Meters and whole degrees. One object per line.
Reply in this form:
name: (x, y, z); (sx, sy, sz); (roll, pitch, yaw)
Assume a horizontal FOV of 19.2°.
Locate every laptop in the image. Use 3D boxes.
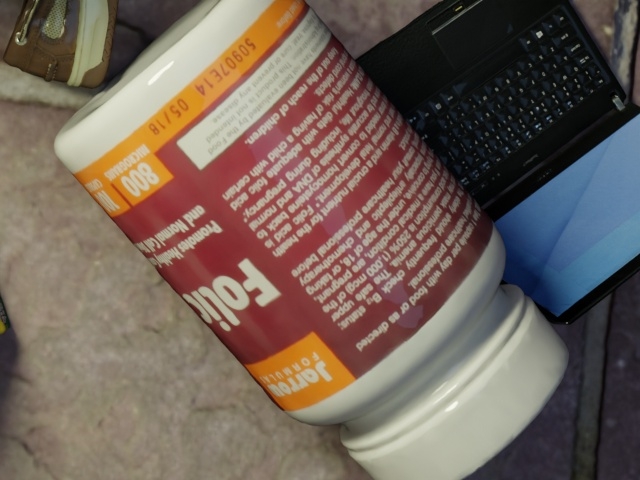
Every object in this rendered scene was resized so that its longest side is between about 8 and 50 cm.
laptop: (0.189, -0.096, 1.592); (0.234, 0.136, 0.264); (-36, 99, -20)

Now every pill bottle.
pill bottle: (0.000, 0.000, 1.468); (0.224, 0.224, 0.392); (-45, 101, -18)

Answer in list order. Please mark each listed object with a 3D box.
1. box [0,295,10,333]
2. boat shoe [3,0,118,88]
box: (-0.296, 0.038, 1.405); (0.043, 0.179, 0.105); (-17, 93, 22)
boat shoe: (-0.201, -0.253, 1.480); (0.095, 0.095, 0.257); (7, 84, -14)
